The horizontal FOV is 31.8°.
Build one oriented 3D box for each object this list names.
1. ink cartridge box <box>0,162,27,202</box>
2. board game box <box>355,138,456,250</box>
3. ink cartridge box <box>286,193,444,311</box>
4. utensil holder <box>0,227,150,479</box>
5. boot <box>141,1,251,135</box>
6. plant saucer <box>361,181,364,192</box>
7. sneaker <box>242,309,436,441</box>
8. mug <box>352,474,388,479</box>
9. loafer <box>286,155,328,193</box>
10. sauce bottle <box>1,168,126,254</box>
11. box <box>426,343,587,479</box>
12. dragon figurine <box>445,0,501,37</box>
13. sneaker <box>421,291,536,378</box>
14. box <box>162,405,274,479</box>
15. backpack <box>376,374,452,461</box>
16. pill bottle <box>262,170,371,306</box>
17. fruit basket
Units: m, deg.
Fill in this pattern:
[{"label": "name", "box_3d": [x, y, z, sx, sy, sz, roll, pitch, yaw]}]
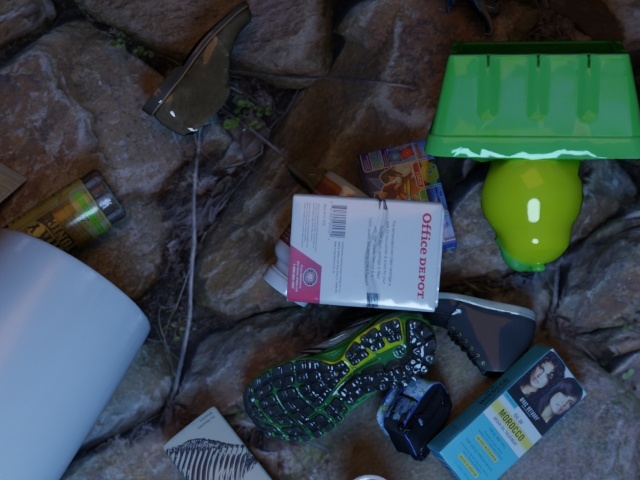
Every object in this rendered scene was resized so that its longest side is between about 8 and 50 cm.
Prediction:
[{"label": "ink cartridge box", "box_3d": [-0.693, -0.067, 2.106, 0.189, 0.066, 0.232, 29, 51, 20]}, {"label": "board game box", "box_3d": [0.149, -0.069, 1.962, 0.136, 0.035, 0.201, -12, 71, 2]}, {"label": "ink cartridge box", "box_3d": [0.073, 0.018, 1.783, 0.237, 0.100, 0.172, 4, 91, 5]}, {"label": "utensil holder", "box_3d": [-0.500, 0.219, 1.779, 0.327, 0.327, 0.385, 23, 68, 18]}, {"label": "boot", "box_3d": [-0.207, -0.325, 2.136, 0.115, 0.112, 0.305, 38, 68, -9]}, {"label": "plant saucer", "box_3d": [0.115, -0.100, 2.008, 0.083, 0.013, 0.083, -4, 64, 8]}, {"label": "sneaker", "box_3d": [0.035, 0.216, 1.816, 0.343, 0.146, 0.134, -24, 97, 12]}, {"label": "mug", "box_3d": [0.095, 0.425, 1.672, 0.150, 0.169, 0.113, 40, 75, 23]}, {"label": "loafer", "box_3d": [0.000, -0.102, 2.002, 0.050, 0.056, 0.148, -44, 66, -6]}, {"label": "sauce bottle", "box_3d": [-0.514, 0.007, 2.000, 0.344, 0.111, 0.111, -36, 65, -7]}, {"label": "box", "box_3d": [0.291, 0.279, 1.749, 0.244, 0.060, 0.100, -41, 101, -11]}, {"label": "dragon figurine", "box_3d": [0.273, -0.485, 2.128, 0.144, 0.085, 0.289, 3, 65, 10]}, {"label": "sneaker", "box_3d": [0.234, 0.156, 1.830, 0.222, 0.083, 0.118, 7, 71, 15]}, {"label": "box", "box_3d": [-0.121, 0.402, 1.758, 0.113, 0.094, 0.275, -39, 65, -10]}, {"label": "backpack", "box_3d": [0.148, 0.272, 1.776, 0.084, 0.105, 0.114, 18, 59, 39]}, {"label": "pill bottle", "box_3d": [0.000, 0.000, 1.901, 0.121, 0.121, 0.216, 37, 93, 22]}, {"label": "fruit basket", "box_3d": [0.362, -0.145, 1.900, 0.392, 0.283, 0.392, 3, 108, 9]}]
